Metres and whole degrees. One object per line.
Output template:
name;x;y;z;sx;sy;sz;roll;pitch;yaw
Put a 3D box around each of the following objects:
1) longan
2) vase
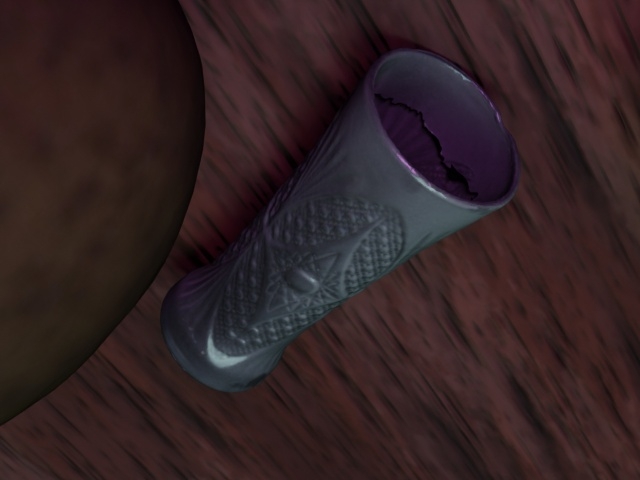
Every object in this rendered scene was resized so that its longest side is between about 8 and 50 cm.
longan;-0.212;-0.034;0.716;0.350;0.288;0.288;-26;134;32
vase;0.000;0.000;0.903;0.096;0.096;0.219;23;135;-27
